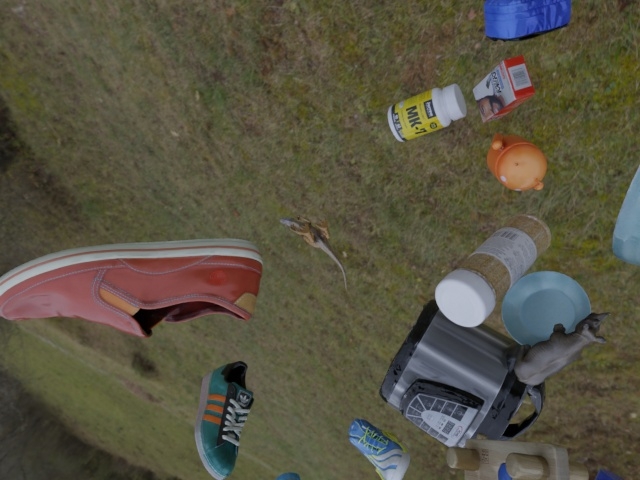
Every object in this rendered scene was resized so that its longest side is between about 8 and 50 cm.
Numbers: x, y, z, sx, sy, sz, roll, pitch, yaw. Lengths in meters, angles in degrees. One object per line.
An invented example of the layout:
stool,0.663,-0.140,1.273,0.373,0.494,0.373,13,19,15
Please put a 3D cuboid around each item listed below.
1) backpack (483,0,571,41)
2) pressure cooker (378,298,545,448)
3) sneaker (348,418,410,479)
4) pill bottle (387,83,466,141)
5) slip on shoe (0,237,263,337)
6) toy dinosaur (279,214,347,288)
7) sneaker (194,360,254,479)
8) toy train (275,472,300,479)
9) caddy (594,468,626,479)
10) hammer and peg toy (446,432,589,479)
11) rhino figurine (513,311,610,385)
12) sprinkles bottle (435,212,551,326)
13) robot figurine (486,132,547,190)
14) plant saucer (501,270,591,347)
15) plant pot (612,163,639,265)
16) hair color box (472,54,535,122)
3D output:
backpack,0.333,-0.388,0.792,0.098,0.120,0.101,-126,15,-62
pressure cooker,0.431,0.414,1.412,0.420,0.375,0.370,29,174,16
sneaker,0.121,0.474,1.084,0.126,0.091,0.240,27,169,3
pill bottle,0.318,-0.382,1.424,0.208,0.119,0.119,-15,119,34
slip on shoe,-0.233,0.067,0.577,0.331,0.101,0.123,-5,160,-2
toy dinosaur,0.000,0.000,1.024,0.211,0.064,0.112,44,169,20
sneaker,-0.229,0.425,1.180,0.121,0.302,0.108,-34,126,13
toy train,-0.142,0.539,0.914,0.248,0.143,0.105,-6,120,-9
caddy,0.590,0.538,0.781,0.241,0.179,0.341,24,175,-14
hammer and peg toy,0.290,0.468,0.813,0.127,0.266,0.361,12,158,-11
rhino figurine,0.510,0.226,1.010,0.073,0.106,0.243,48,120,9
sprinkles bottle,0.413,0.059,1.116,0.121,0.355,0.121,30,137,33
robot figurine,0.522,-0.210,1.279,0.128,0.219,0.158,-8,113,8
plant saucer,0.532,0.169,1.127,0.195,0.195,0.037,-5,154,36
plant pot,0.488,-0.057,0.492,0.196,0.293,0.293,39,148,40
hair color box,0.423,-0.348,1.114,0.167,0.053,0.093,129,124,-85
